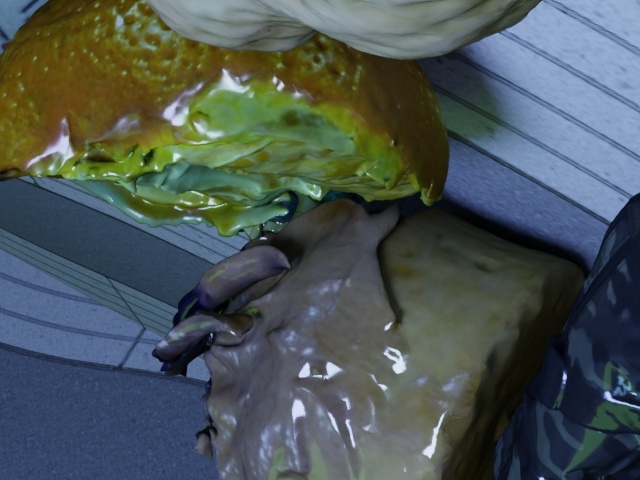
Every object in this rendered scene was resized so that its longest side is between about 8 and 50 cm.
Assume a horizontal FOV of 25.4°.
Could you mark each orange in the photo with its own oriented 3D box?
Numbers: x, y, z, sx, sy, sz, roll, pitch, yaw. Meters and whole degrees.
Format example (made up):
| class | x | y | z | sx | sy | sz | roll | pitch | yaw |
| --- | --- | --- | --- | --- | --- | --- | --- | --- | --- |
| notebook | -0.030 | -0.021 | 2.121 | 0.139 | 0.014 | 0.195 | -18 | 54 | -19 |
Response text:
| class | x | y | z | sx | sy | sz | roll | pitch | yaw |
| --- | --- | --- | --- | --- | --- | --- | --- | --- | --- |
| orange | -0.075 | -0.092 | 0.976 | 0.335 | 0.196 | 0.263 | -13 | 152 | 34 |

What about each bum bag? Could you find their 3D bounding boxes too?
| class | x | y | z | sx | sy | sz | roll | pitch | yaw |
| --- | --- | --- | --- | --- | --- | --- | --- | --- | --- |
| bum bag | 0.189 | 0.121 | 0.980 | 0.095 | 0.144 | 0.340 | 6 | 134 | -14 |

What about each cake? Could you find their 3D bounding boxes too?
| class | x | y | z | sx | sy | sz | roll | pitch | yaw |
| --- | --- | --- | --- | --- | --- | --- | --- | --- | --- |
| cake | 0.031 | 0.110 | 1.229 | 0.321 | 0.332 | 0.332 | 23 | 163 | 23 |

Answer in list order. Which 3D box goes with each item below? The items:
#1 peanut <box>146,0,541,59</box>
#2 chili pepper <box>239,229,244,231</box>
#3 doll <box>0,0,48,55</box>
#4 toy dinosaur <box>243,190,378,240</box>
| class | x | y | z | sx | sy | sz | roll | pitch | yaw |
| --- | --- | --- | --- | --- | --- | --- | --- | --- | --- |
| peanut | 0.012 | -0.172 | 0.660 | 0.192 | 0.169 | 0.387 | 33 | 169 | -24 |
| chili pepper | -0.143 | -0.076 | 1.434 | 0.100 | 0.074 | 0.257 | 17 | 160 | 42 |
| doll | -0.246 | -0.220 | 0.987 | 0.258 | 0.228 | 0.154 | 73 | -178 | -51 |
| toy dinosaur | 0.000 | 0.000 | 1.382 | 0.153 | 0.094 | 0.259 | 12 | 161 | 44 |
